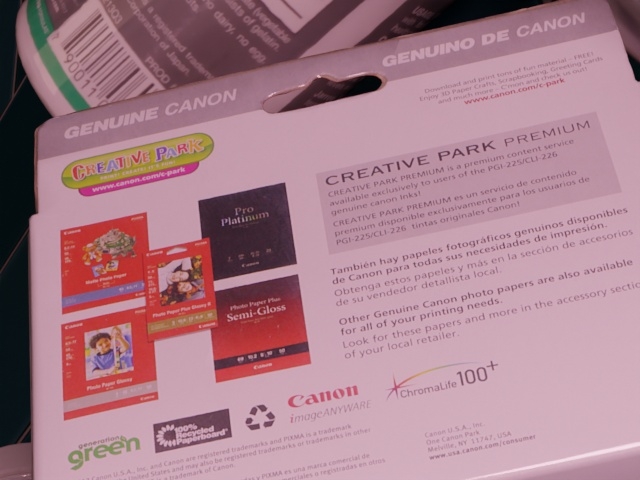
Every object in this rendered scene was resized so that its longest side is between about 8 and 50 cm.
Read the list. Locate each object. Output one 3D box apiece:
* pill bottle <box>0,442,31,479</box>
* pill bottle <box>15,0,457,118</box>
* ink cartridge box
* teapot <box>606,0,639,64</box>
[{"bbox_3d":[-0.210,0.308,1.317,0.188,0.188,0.334,-59,26,23],"label":"pill bottle"},{"bbox_3d":[-0.019,-0.200,1.210,0.361,0.204,0.204,-39,34,19],"label":"pill bottle"},{"bbox_3d":[0.026,0.042,0.848,0.130,0.309,0.272,74,-175,-49],"label":"ink cartridge box"},{"bbox_3d":[0.204,-0.204,0.843,0.187,0.252,0.256,-33,48,-7],"label":"teapot"}]
